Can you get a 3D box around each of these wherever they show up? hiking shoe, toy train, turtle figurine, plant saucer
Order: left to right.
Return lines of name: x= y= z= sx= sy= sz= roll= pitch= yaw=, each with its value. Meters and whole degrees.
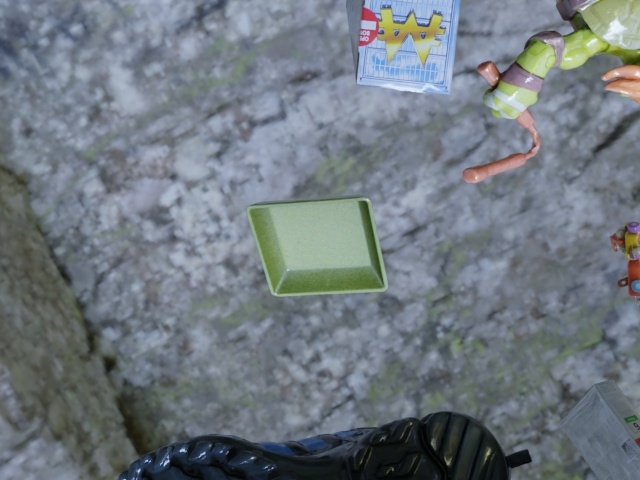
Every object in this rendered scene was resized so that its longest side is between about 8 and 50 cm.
hiking shoe: x=-0.004 y=0.195 z=0.753 sx=0.304 sy=0.113 sz=0.132 roll=-9 pitch=164 yaw=19
plant saucer: x=0.000 y=0.000 z=1.564 sx=0.188 sy=0.188 sz=0.045 roll=-3 pitch=-139 yaw=12
turtle figurine: x=0.172 y=-0.168 z=0.682 sx=0.270 sy=0.217 sz=0.087 roll=-29 pitch=178 yaw=-15
toy train: x=0.469 y=0.032 z=1.579 sx=0.046 sy=0.125 sz=0.166 roll=-3 pitch=-177 yaw=16

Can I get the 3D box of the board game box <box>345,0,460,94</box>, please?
board game box: x=0.055 y=-0.187 z=0.644 sx=0.060 sy=0.194 sz=0.194 roll=5 pitch=-140 yaw=-4

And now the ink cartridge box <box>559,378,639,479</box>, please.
ink cartridge box: x=0.270 y=0.189 z=0.922 sx=0.029 sy=0.115 sz=0.063 roll=-7 pitch=141 yaw=-36

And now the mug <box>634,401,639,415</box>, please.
mug: x=0.507 y=0.336 z=1.165 sx=0.276 sy=0.328 sz=0.374 roll=18 pitch=-143 yaw=42
